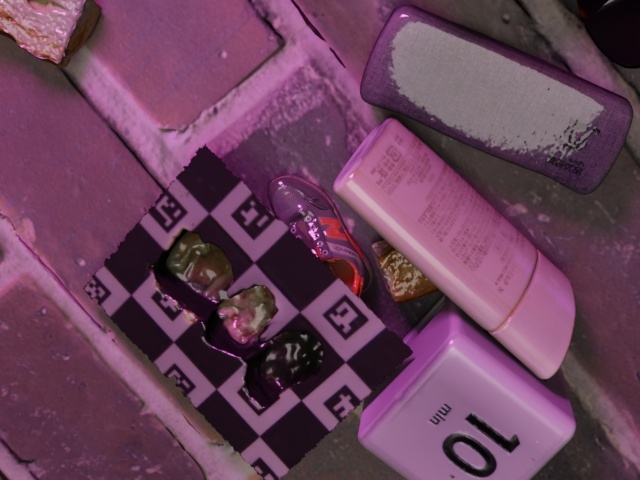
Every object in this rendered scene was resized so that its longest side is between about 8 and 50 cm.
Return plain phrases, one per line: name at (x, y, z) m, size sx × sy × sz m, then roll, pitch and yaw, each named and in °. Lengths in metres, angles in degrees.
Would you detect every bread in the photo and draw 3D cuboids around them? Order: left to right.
bread at (-0.387, -0.324, 1.281) m, size 0.232 × 0.088 × 0.128 m, roll 30°, pitch 117°, yaw -10°
bread at (0.111, 0.032, 1.336) m, size 0.070 × 0.076 × 0.083 m, roll -20°, pitch 103°, yaw 0°

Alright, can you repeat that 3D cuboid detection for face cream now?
face cream at (0.177, 0.004, 1.271) m, size 0.348 × 0.173 × 0.081 m, roll 42°, pitch 131°, yaw -8°

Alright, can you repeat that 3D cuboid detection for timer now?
timer at (0.183, 0.208, 1.315) m, size 0.195 × 0.194 × 0.192 m, roll 38°, pitch 107°, yaw -4°

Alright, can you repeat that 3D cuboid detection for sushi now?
sushi at (-0.089, 0.091, 1.373) m, size 0.373 × 0.100 × 0.296 m, roll 45°, pitch 115°, yaw 4°
sushi at (0.347, -0.309, 1.152) m, size 0.136 × 0.126 × 0.225 m, roll -5°, pitch 114°, yaw 30°

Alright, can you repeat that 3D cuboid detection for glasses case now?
glasses case at (0.212, -0.173, 1.258) m, size 0.323 × 0.074 × 0.131 m, roll 23°, pitch 109°, yaw -1°

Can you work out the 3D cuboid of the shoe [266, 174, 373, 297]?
shoe at (-0.001, -0.001, 1.334) m, size 0.074 × 0.077 × 0.194 m, roll -34°, pitch 101°, yaw 16°
